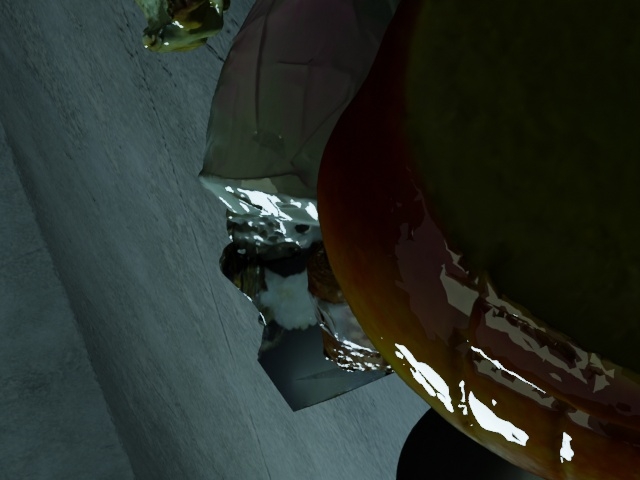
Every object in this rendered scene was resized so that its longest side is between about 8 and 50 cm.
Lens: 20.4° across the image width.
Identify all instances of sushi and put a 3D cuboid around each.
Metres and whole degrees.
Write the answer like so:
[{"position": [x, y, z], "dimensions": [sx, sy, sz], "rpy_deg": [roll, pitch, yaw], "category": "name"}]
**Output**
[{"position": [-0.020, -0.002, 1.476], "dimensions": [0.273, 0.134, 0.109], "rpy_deg": [61, -161, -28], "category": "sushi"}]

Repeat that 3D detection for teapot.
[{"position": [0.025, -0.093, 1.038], "dimensions": [0.221, 0.163, 0.178], "rpy_deg": [-167, 85, -75], "category": "teapot"}]

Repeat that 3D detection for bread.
[{"position": [0.072, 0.026, 1.131], "dimensions": [0.160, 0.160, 0.073], "rpy_deg": [-154, 49, -65], "category": "bread"}, {"position": [-0.139, -0.268, 1.479], "dimensions": [0.232, 0.088, 0.128], "rpy_deg": [66, 157, 14], "category": "bread"}]

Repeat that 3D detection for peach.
[{"position": [0.152, -0.009, 0.712], "dimensions": [0.274, 0.249, 0.245], "rpy_deg": [37, -172, 27], "category": "peach"}]

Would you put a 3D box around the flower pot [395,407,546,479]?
[{"position": [0.165, 0.093, 0.891], "dimensions": [0.235, 0.235, 0.148], "rpy_deg": [50, 141, 40], "category": "flower pot"}]
